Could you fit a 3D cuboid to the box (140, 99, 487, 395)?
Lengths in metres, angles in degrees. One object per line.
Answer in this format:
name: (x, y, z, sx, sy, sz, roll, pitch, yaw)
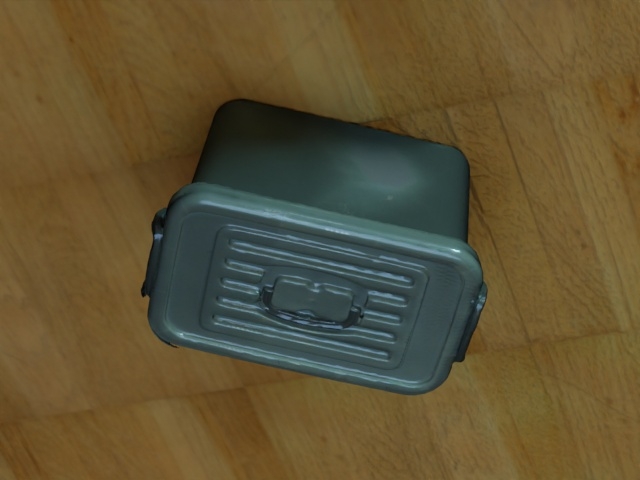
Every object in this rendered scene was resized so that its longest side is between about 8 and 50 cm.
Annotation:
box: (0.000, 0.000, 1.439, 0.243, 0.135, 0.163, 11, 134, -2)
